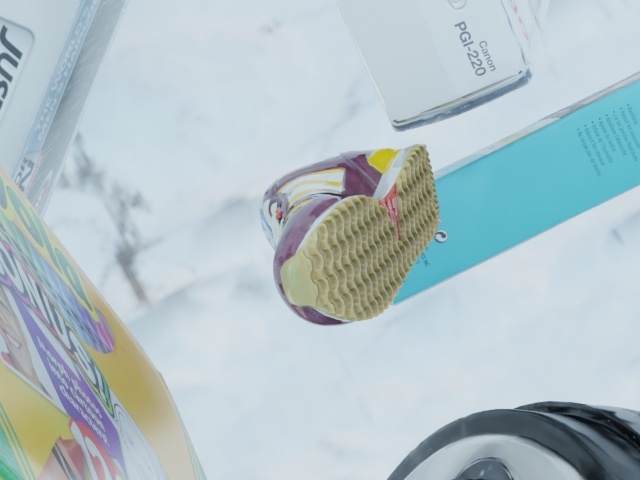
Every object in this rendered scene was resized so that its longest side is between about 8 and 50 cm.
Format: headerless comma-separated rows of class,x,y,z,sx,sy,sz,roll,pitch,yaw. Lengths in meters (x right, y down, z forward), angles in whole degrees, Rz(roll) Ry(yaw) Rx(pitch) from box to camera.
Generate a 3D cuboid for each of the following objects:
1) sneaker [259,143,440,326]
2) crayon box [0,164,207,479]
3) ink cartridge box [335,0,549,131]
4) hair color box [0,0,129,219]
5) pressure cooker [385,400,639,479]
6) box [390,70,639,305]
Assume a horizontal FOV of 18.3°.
sneaker,0.000,0.000,1.042,0.084,0.069,0.185,-6,-166,24
crayon box,-0.097,0.045,0.476,0.081,0.165,0.278,-29,142,1
ink cartridge box,0.065,-0.175,1.179,0.092,0.218,0.158,-22,105,15
hair color box,-0.285,-0.133,0.909,0.113,0.375,0.185,-51,165,-79
pressure cooker,0.181,0.274,1.093,0.420,0.375,0.370,12,131,-29
box,0.136,-0.041,1.234,0.244,0.060,0.100,-26,-177,-2
